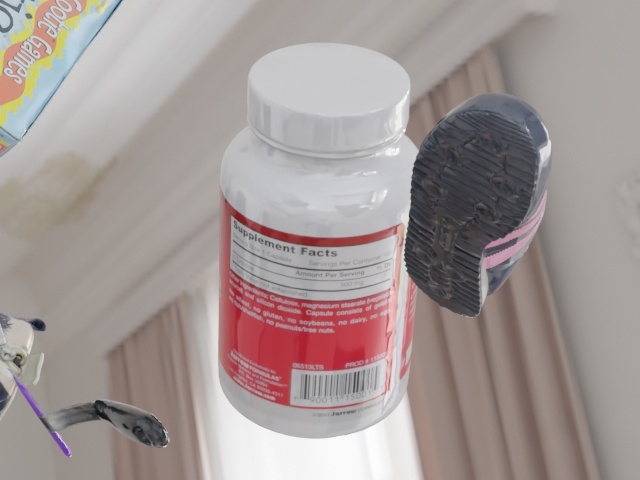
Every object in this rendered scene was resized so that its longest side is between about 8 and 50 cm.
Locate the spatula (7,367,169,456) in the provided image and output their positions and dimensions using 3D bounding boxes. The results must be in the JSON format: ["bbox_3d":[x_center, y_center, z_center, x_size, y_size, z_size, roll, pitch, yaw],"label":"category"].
[{"bbox_3d":[-0.188,0.140,1.232,0.030,0.084,0.296,-40,17,-27],"label":"spatula"}]

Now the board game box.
[{"bbox_3d":[-0.258,-0.135,1.064,0.142,0.144,0.275,38,-22,-15],"label":"board game box"}]

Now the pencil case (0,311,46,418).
[{"bbox_3d":[-0.519,0.069,1.776,0.410,0.160,0.183,35,-46,-28],"label":"pencil case"}]

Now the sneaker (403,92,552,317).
[{"bbox_3d":[0.150,-0.056,1.336,0.131,0.112,0.319,-50,-11,-24],"label":"sneaker"}]

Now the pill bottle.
[{"bbox_3d":[0.000,0.000,1.727,0.229,0.229,0.407,-6,-57,-14],"label":"pill bottle"}]
